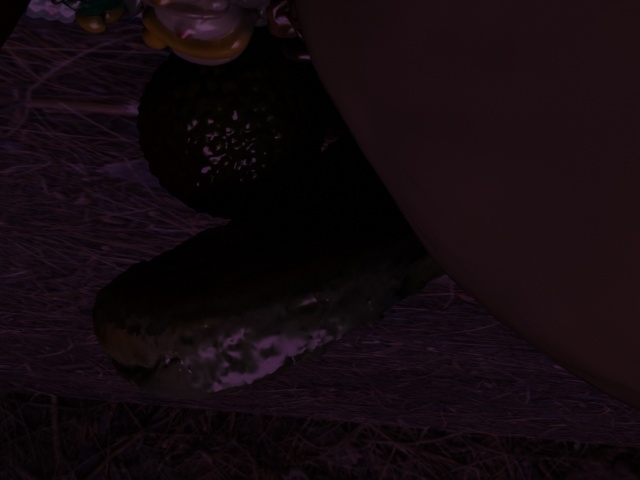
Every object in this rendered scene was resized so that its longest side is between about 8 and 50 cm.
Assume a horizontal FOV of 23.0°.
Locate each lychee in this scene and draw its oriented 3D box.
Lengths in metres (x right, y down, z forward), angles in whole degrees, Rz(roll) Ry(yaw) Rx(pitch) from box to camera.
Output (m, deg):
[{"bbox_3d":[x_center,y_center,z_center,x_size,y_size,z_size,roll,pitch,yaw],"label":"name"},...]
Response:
[{"bbox_3d":[-0.050,-0.067,0.916,0.114,0.114,0.146,9,166,-4],"label":"lychee"}]

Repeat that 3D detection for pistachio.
[{"bbox_3d":[0.193,-0.052,0.517,0.445,0.281,0.365,30,155,-30],"label":"pistachio"}]

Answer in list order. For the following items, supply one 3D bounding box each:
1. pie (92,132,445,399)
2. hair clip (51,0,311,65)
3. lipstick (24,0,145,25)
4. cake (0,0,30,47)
[{"bbox_3d":[-0.006,0.004,0.961,0.302,0.067,0.302,-22,-166,6],"label":"pie"},{"bbox_3d":[-0.010,-0.122,0.710,0.321,0.091,0.138,2,163,21],"label":"hair clip"},{"bbox_3d":[-0.103,-0.131,0.861,0.116,0.037,0.037,8,168,-19],"label":"lipstick"},{"bbox_3d":[-0.217,-0.142,0.603,0.207,0.185,0.178,11,-157,-22],"label":"cake"}]
